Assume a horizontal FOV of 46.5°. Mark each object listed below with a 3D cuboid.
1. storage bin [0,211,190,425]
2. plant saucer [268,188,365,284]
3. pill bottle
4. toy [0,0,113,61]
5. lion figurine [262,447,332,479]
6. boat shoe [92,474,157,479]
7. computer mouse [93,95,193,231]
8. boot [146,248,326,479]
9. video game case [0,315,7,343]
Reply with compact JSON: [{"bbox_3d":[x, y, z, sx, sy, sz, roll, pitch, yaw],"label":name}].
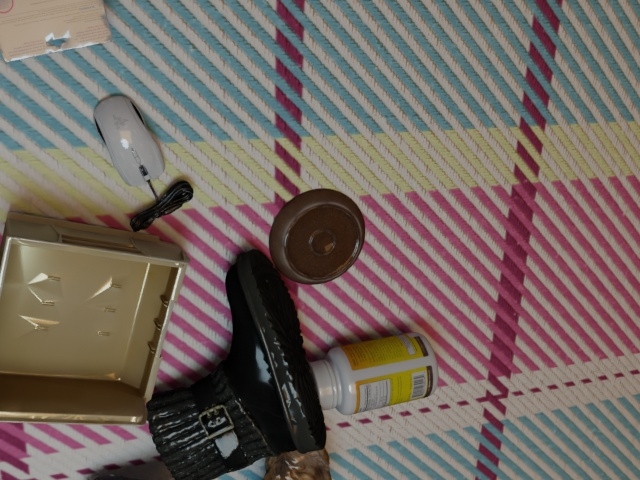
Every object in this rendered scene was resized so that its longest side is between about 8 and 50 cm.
[{"bbox_3d":[-0.340,0.118,1.064,0.260,0.123,0.262,10,104,-28],"label":"storage bin"},{"bbox_3d":[0.000,0.000,1.213,0.168,0.029,0.168,-8,113,-18],"label":"plant saucer"},{"bbox_3d":[0.086,0.232,1.284,0.215,0.117,0.117,-8,113,-18],"label":"pill bottle"},{"bbox_3d":[-0.357,-0.355,0.926,0.137,0.056,0.237,-15,110,-11],"label":"toy"},{"bbox_3d":[-0.108,0.508,1.282,0.392,0.142,0.240,-49,137,-13],"label":"lion figurine"},{"bbox_3d":[-0.276,0.412,1.204,0.206,0.065,0.075,4,96,10],"label":"boat shoe"},{"bbox_3d":[-0.262,-0.112,1.063,0.106,0.042,0.193,-28,117,-8],"label":"computer mouse"},{"bbox_3d":[-0.158,0.208,1.180,0.260,0.131,0.348,-15,90,13],"label":"boot"},{"bbox_3d":[-0.558,0.086,1.041,0.190,0.022,0.173,-11,114,-16],"label":"video game case"}]
